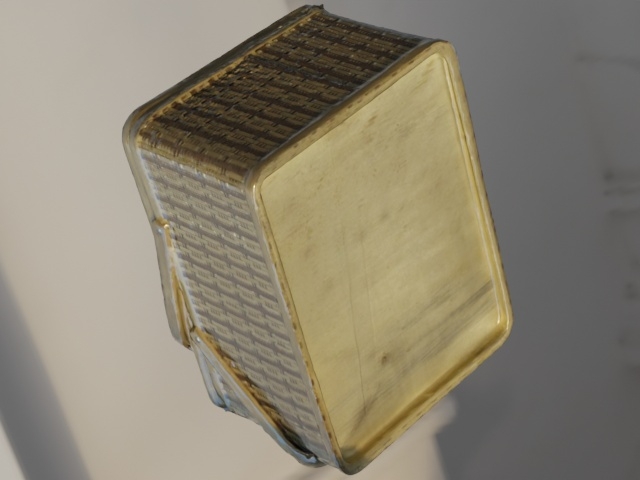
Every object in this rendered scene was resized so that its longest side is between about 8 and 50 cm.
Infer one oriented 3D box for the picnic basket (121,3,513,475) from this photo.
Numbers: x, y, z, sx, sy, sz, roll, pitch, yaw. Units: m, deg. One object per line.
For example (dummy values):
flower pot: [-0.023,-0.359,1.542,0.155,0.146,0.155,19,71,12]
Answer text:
picnic basket: [0.000,0.000,1.290,0.228,0.312,0.175,-38,-141,-28]
